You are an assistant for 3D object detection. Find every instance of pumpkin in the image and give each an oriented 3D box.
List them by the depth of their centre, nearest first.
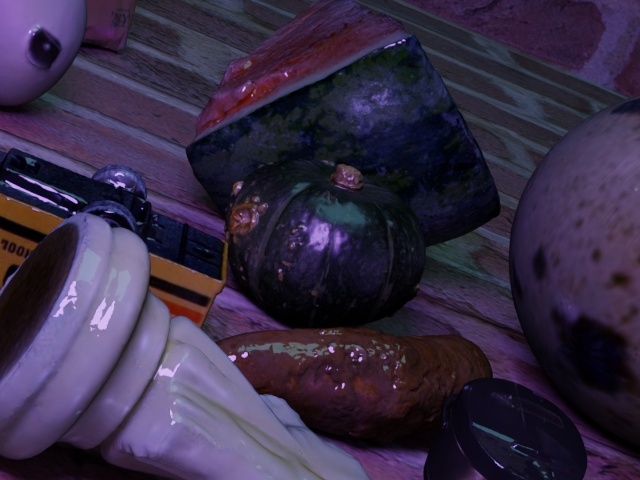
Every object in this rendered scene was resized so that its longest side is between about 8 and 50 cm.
[{"bbox_3d":[0.001,0.001,1.790,0.190,0.146,0.190,2,10,0],"label":"pumpkin"}]

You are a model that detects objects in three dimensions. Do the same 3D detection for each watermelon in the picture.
[{"bbox_3d":[0.029,-0.101,1.977,0.283,0.250,0.292,-13,19,17],"label":"watermelon"}]

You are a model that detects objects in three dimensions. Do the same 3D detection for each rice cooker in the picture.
[{"bbox_3d":[0.140,0.174,1.516,0.112,0.106,0.165,22,12,-7],"label":"rice cooker"}]

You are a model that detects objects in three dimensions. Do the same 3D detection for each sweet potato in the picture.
[{"bbox_3d":[0.045,0.117,1.594,0.114,0.092,0.341,5,-1,43],"label":"sweet potato"}]

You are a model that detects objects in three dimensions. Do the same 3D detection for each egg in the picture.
[{"bbox_3d":[0.347,0.026,1.863,0.345,0.345,0.428,16,5,-26],"label":"egg"}]

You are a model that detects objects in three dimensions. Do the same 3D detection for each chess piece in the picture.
[{"bbox_3d":[-0.084,0.121,1.330,0.298,0.175,0.176,33,13,-18],"label":"chess piece"}]

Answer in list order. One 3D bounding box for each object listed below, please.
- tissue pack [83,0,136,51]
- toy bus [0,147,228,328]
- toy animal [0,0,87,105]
[{"bbox_3d":[-0.317,-0.345,2.335,0.123,0.215,0.257,22,12,30],"label":"tissue pack"},{"bbox_3d":[-0.240,-0.014,1.530,0.336,0.123,0.121,22,18,-8],"label":"toy bus"},{"bbox_3d":[-0.362,-0.259,1.983,0.267,0.212,0.212,18,17,-10],"label":"toy animal"}]
